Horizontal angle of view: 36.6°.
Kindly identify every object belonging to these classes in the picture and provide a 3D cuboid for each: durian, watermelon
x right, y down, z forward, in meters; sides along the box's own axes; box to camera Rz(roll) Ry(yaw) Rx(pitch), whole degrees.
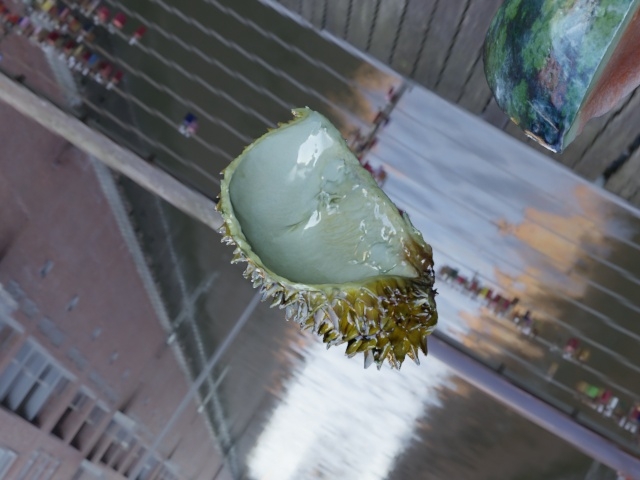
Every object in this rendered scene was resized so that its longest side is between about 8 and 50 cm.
[{"bbox_3d":[0.000,0.000,0.796,0.144,0.139,0.252,31,-163,-49],"label":"durian"},{"bbox_3d":[0.233,-0.195,0.827,0.136,0.202,0.207,44,128,11],"label":"watermelon"}]
